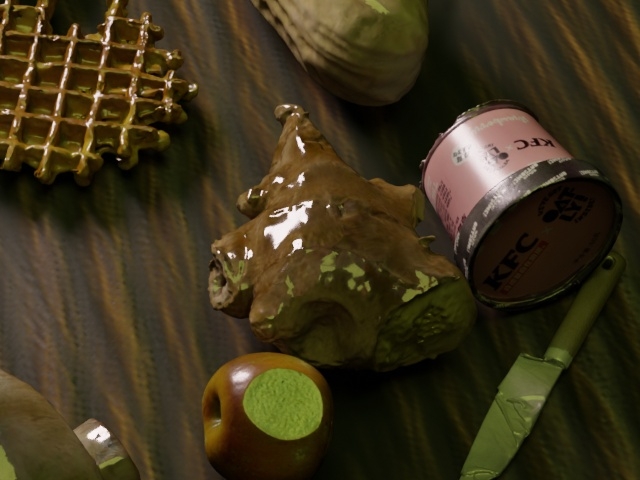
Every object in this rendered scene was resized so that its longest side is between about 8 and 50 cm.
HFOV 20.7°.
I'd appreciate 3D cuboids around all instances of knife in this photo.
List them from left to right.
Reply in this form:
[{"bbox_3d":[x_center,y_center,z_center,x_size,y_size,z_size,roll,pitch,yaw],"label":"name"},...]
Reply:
[{"bbox_3d":[0.186,0.109,1.497,0.047,0.017,0.298,24,54,16],"label":"knife"}]

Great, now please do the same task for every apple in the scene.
[{"bbox_3d":[-0.044,0.144,1.380,0.102,0.099,0.114,14,65,-9],"label":"apple"}]

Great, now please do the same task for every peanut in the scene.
[{"bbox_3d":[0.003,-0.259,1.685,0.152,0.152,0.313,-24,55,-25],"label":"peanut"}]

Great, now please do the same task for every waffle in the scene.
[{"bbox_3d":[-0.240,-0.145,1.614,0.228,0.051,0.231,-28,62,-28],"label":"waffle"}]

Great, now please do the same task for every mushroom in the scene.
[{"bbox_3d":[-0.222,0.184,1.265,0.195,0.189,0.254,-28,63,-24],"label":"mushroom"}]

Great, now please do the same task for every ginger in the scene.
[{"bbox_3d":[0.000,0.000,1.494,0.218,0.123,0.270,-14,44,-19],"label":"ginger"}]

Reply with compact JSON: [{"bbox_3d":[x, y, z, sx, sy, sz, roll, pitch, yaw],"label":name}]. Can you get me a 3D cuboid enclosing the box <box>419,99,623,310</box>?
[{"bbox_3d":[0.167,-0.037,1.533,0.151,0.151,0.135,-13,45,-18],"label":"box"}]
